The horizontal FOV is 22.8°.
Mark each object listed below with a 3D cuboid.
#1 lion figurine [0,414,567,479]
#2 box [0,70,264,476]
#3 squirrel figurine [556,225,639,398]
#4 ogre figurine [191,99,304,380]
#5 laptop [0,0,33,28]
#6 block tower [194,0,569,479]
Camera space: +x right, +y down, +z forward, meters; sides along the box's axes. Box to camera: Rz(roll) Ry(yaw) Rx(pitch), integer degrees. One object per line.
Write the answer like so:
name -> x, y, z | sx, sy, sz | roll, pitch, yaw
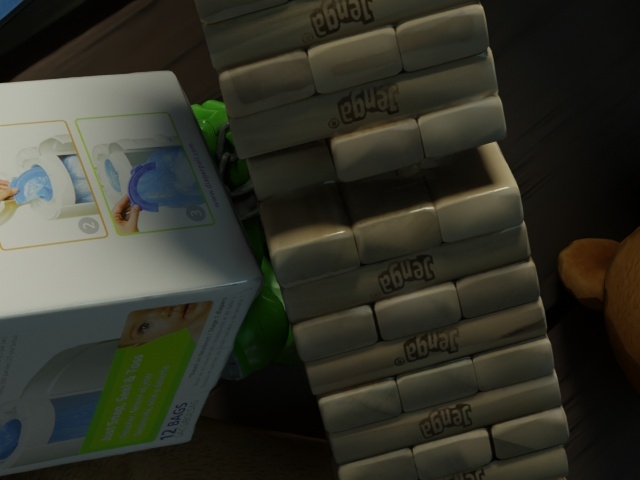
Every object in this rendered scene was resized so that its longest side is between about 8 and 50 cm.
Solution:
lion figurine -> -0.038, 0.129, 0.676 | 0.392, 0.240, 0.142 | 23, 123, -24
box -> -0.142, 0.019, 0.572 | 0.203, 0.103, 0.114 | -7, 145, -27
squirrel figurine -> 0.306, -0.049, 0.833 | 0.370, 0.281, 0.397 | -14, 97, -19
ogre figurine -> 0.000, 0.000, 0.705 | 0.197, 0.096, 0.118 | -23, 125, -72
laptop -> -0.127, -0.231, 0.474 | 0.382, 0.408, 0.236 | 55, 39, -33
block tower -> 0.014, -0.045, 0.553 | 0.097, 0.091, 0.335 | -14, 124, 0
